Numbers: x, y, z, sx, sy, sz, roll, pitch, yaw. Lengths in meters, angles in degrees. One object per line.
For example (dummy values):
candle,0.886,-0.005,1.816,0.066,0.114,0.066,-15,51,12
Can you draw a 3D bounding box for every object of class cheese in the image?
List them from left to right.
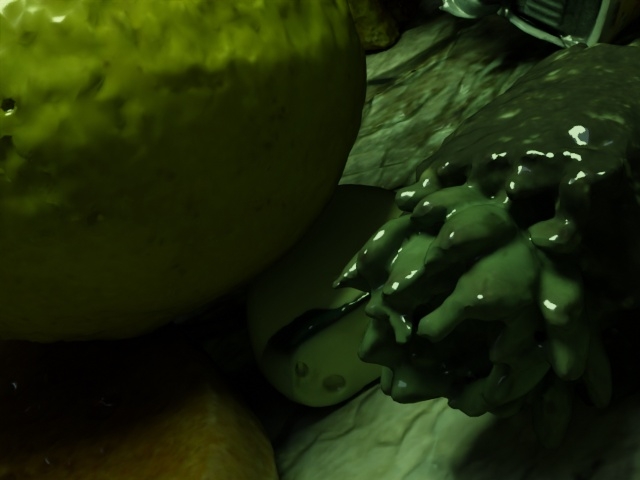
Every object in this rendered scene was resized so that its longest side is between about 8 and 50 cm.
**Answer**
cheese,0.000,0.000,0.758,0.127,0.054,0.251,-33,27,1

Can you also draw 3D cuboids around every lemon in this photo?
lemon,-0.118,-0.082,0.675,0.268,0.268,0.321,-3,10,43

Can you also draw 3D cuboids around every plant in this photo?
plant,0.104,0.005,0.564,0.129,0.132,0.194,-4,34,48

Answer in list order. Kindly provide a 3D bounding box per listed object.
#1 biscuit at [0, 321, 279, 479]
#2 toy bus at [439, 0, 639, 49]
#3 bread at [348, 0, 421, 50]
biscuit,-0.193,0.165,0.670,0.350,0.070,0.394,-32,27,-5
toy bus,0.076,-0.257,0.846,0.342,0.097,0.138,40,67,21
bread,-0.005,-0.236,1.007,0.103,0.172,0.132,-50,32,-16
